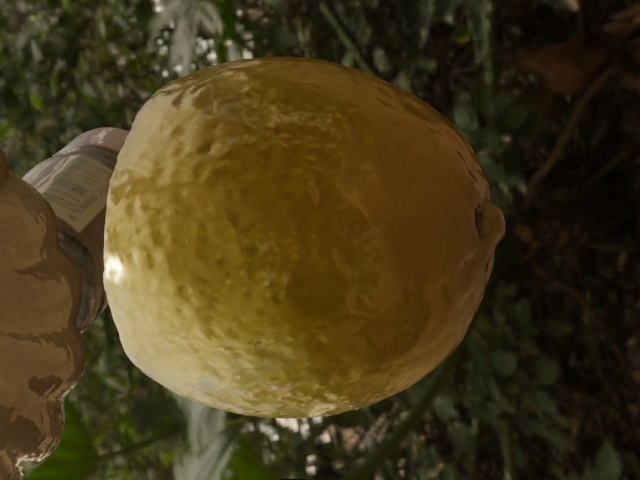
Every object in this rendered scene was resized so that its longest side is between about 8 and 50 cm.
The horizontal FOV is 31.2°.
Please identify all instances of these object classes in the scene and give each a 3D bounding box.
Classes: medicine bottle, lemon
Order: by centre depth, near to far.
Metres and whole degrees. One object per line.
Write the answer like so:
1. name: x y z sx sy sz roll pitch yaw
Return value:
1. lemon: 0.000 0.000 1.066 0.364 0.364 0.364 169 90 -75
2. medicine bottle: -0.279 -0.012 1.297 0.273 0.165 0.165 -64 -27 -62

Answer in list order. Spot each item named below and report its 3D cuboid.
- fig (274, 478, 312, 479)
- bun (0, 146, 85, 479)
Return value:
1. fig: -0.009 0.200 0.652 0.149 0.148 0.202 36 118 27
2. bun: -0.218 0.042 0.530 0.175 0.263 0.263 -6 95 56
